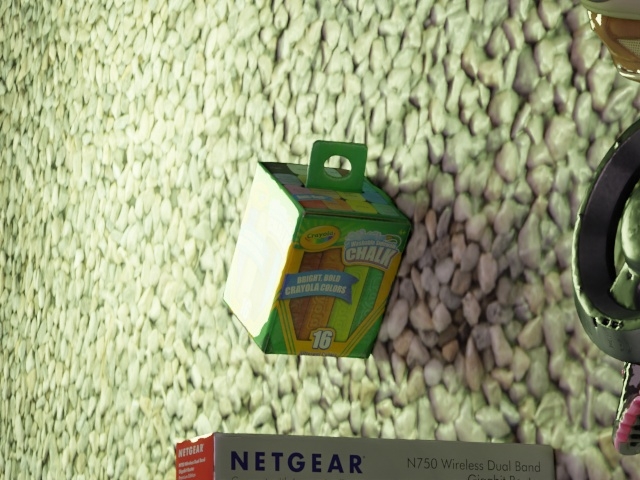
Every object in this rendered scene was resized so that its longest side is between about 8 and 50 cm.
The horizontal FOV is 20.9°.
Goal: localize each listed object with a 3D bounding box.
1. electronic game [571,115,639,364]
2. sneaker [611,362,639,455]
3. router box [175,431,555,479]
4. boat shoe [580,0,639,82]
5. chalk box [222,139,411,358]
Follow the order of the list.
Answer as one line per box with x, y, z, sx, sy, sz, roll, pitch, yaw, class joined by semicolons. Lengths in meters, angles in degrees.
0.275;-0.013;1.371;0.229;0.048;0.229;-40;40;45;electronic game
0.261;0.115;1.405;0.057;0.047;0.119;39;112;64;sneaker
0.044;0.319;1.461;0.082;0.335;0.301;-23;65;60;router box
0.327;-0.149;1.272;0.324;0.123;0.116;26;142;51;boat shoe
0.000;0.000;1.813;0.132;0.132;0.213;49;129;54;chalk box
